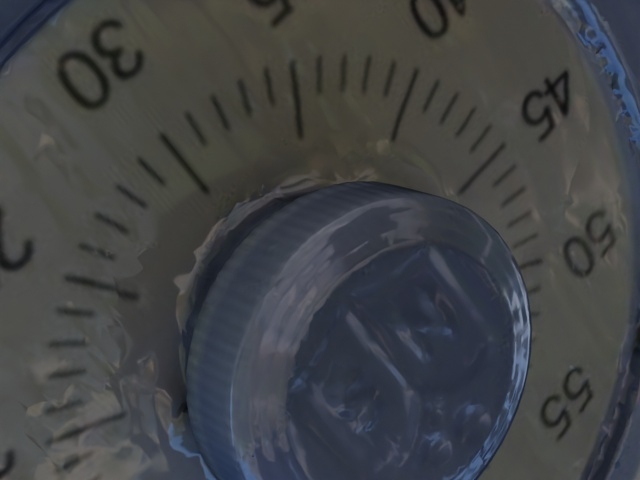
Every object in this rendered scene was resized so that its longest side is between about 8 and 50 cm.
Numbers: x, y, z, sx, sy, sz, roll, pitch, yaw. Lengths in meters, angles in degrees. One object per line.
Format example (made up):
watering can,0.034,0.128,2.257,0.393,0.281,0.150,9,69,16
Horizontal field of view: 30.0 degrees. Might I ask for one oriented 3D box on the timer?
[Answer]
timer,-0.011,0.035,0.436,0.395,0.394,0.173,-12,-166,-31
